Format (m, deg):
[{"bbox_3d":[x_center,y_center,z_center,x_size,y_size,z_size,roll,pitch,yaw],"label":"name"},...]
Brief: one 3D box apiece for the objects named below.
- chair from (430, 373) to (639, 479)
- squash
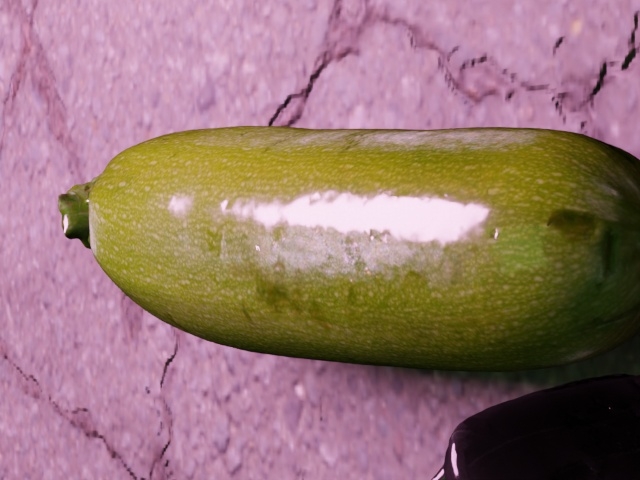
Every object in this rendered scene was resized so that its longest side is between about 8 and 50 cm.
[{"bbox_3d":[0.115,0.085,0.622,0.140,0.145,0.221,42,123,32],"label":"chair"},{"bbox_3d":[0.000,0.000,0.817,0.378,0.101,0.101,6,98,51],"label":"squash"}]
